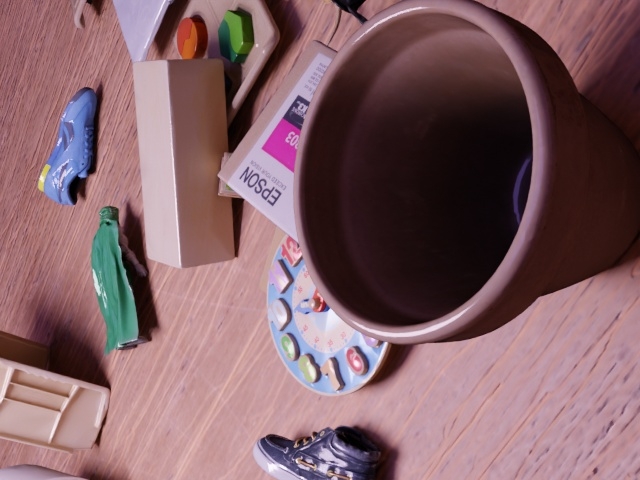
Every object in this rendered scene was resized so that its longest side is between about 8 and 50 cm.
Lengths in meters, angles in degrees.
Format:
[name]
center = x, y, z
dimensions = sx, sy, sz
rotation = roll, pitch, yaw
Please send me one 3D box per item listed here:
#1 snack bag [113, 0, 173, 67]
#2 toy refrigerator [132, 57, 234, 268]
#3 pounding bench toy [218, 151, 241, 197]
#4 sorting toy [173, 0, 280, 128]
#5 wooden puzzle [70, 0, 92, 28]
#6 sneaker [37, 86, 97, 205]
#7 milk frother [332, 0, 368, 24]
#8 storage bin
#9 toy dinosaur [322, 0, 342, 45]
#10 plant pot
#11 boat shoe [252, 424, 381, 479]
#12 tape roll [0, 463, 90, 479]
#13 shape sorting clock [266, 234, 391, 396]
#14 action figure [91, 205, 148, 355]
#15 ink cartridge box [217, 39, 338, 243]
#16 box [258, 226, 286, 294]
[snack bag]
center = -0.249, -0.470, 1.365
dimensions = 0.343, 0.037, 0.323
rotation = -56, 42, 34
[toy refrigerator]
center = -0.180, -0.107, 1.196
dimensions = 0.102, 0.094, 0.270
rotation = 11, 107, 52
[pounding bench toy]
center = -0.088, -0.081, 1.149
dimensions = 0.065, 0.083, 0.052
rotation = 175, 101, -82
[sorting toy]
center = -0.121, -0.305, 1.182
dimensions = 0.307, 0.041, 0.229
rotation = -51, 50, 44
[wooden puzzle]
center = -0.398, -0.521, 1.541
dimensions = 0.239, 0.044, 0.221
rotation = -62, 35, 36
[sneaker]
center = -0.421, -0.162, 1.555
dimensions = 0.082, 0.069, 0.209
rotation = 26, 100, 14
[milk frother]
center = 0.079, -0.283, 0.939
dimensions = 0.134, 0.143, 0.129
rotation = -33, 34, 29
[storage bin]
center = -0.524, 0.238, 1.489
dimensions = 0.262, 0.260, 0.123
rotation = 16, 82, 49
[toy dinosaur]
center = 0.017, -0.317, 1.053
dimensions = 0.093, 0.053, 0.183
rotation = 117, 145, -47
[plant pot]
center = 0.144, -0.048, 0.726
dimensions = 0.263, 0.229, 0.263
rotation = -5, 84, 50
[boat shoe]
center = -0.002, 0.241, 1.013
dimensions = 0.183, 0.065, 0.083
rotation = 19, 99, 43
[tape roll]
center = -0.439, 0.479, 1.371
dimensions = 0.169, 0.246, 0.246
rotation = -7, 81, 49
[shape sorting clock]
center = 0.005, 0.072, 0.997
dimensions = 0.206, 0.040, 0.206
rotation = -4, 85, 50
[action figure]
center = -0.321, 0.055, 1.404
dimensions = 0.137, 0.063, 0.232
rotation = -24, 73, 49
[ink cartridge box]
center = 0.023, -0.083, 0.938
dimensions = 0.193, 0.088, 0.234
rotation = -54, 46, 2
[box]
center = 0.000, 0.000, 1.057
dimensions = 0.164, 0.021, 0.201
rotation = 34, 113, 46
